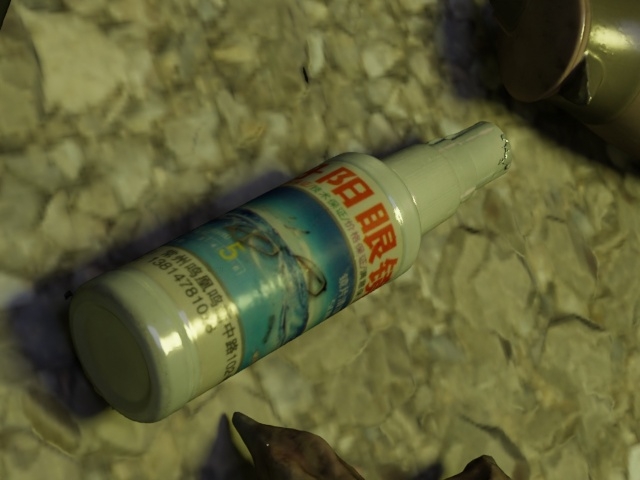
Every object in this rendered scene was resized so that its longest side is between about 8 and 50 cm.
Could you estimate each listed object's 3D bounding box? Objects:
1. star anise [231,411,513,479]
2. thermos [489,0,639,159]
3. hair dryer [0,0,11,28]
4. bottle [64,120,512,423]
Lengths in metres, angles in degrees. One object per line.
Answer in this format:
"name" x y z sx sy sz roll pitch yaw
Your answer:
"star anise" 0.042 0.144 0.450 0.218 0.227 0.148 -45 110 -24
"thermos" 0.173 -0.095 0.690 0.193 0.105 0.137 8 45 -26
"hair dryer" -0.128 -0.143 0.497 0.197 0.089 0.251 20 72 -30
"bottle" 0.000 0.000 0.555 0.217 0.060 0.060 -29 94 -39
